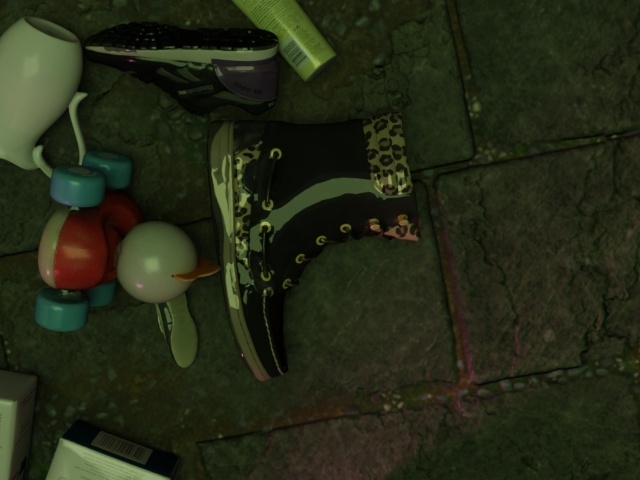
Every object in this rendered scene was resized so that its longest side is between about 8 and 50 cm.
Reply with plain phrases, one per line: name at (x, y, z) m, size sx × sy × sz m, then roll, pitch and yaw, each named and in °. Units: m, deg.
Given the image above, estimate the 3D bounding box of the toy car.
toy car at (-0.247, 0.017, 1.566) m, size 0.238 × 0.210 × 0.219 m, roll 14°, pitch 106°, yaw 6°

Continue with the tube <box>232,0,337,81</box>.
tube at (-0.072, -0.335, 1.606) m, size 0.070 × 0.062 × 0.240 m, roll -40°, pitch 90°, yaw -33°

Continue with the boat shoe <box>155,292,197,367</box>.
boat shoe at (-0.217, 0.119, 1.672) m, size 0.043 × 0.049 × 0.137 m, roll -3°, pitch 103°, yaw 45°

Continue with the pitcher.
pitcher at (-0.392, -0.195, 1.606) m, size 0.178 × 0.125 × 0.207 m, roll 22°, pitch 108°, yaw -13°

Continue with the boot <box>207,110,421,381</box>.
boot at (0.000, 0.000, 1.607) m, size 0.284 × 0.138 × 0.377 m, roll -8°, pitch 91°, yaw 3°

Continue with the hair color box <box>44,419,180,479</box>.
hair color box at (-0.351, 0.462, 1.686) m, size 0.174 × 0.105 × 0.347 m, roll 21°, pitch 97°, yaw -1°

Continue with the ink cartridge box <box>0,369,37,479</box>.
ink cartridge box at (-0.539, 0.329, 1.661) m, size 0.201 × 0.117 × 0.278 m, roll 9°, pitch 102°, yaw 1°

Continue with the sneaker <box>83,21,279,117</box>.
sneaker at (-0.198, -0.230, 1.598) m, size 0.283 × 0.107 × 0.124 m, roll 7°, pitch 120°, yaw 12°
